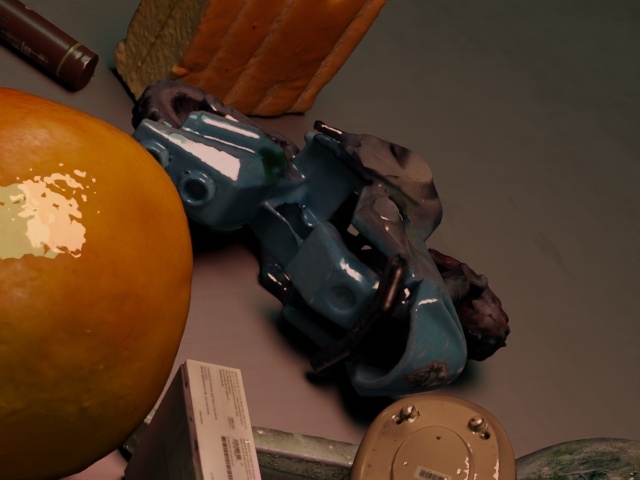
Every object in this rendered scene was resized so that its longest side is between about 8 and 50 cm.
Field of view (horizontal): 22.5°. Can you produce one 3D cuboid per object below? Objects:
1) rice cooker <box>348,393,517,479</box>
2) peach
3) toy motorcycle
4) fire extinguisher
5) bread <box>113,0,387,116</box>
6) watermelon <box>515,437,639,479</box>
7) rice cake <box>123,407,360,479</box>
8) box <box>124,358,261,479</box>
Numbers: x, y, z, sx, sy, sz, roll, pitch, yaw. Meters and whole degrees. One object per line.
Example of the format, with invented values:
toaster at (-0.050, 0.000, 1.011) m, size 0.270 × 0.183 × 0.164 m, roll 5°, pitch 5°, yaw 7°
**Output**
rice cooker at (0.083, 0.215, 1.251) m, size 0.145 × 0.127 × 0.206 m, roll 8°, pitch 43°, yaw 9°
peach at (-0.240, 0.029, 1.113) m, size 0.308 × 0.289 × 0.289 m, roll 22°, pitch 29°, yaw -47°
toy motorcycle at (0.000, 0.000, 1.462) m, size 0.416 × 0.172 × 0.232 m, roll 36°, pitch 26°, yaw -7°
fire extinguisher at (-0.298, -0.213, 1.635) m, size 0.158 × 0.043 × 0.064 m, roll 35°, pitch 3°, yaw 7°
bread at (-0.064, -0.237, 1.666) m, size 0.239 × 0.246 × 0.111 m, roll -6°, pitch 56°, yaw -43°
watermelon at (0.299, 0.241, 1.356) m, size 0.322 × 0.188 × 0.175 m, roll 30°, pitch 40°, yaw -8°
rice cake at (-0.059, 0.172, 1.303) m, size 0.211 × 0.043 × 0.034 m, roll 14°, pitch 30°, yaw -24°
box at (-0.097, 0.179, 1.183) m, size 0.051 × 0.129 × 0.130 m, roll 14°, pitch 36°, yaw -22°
